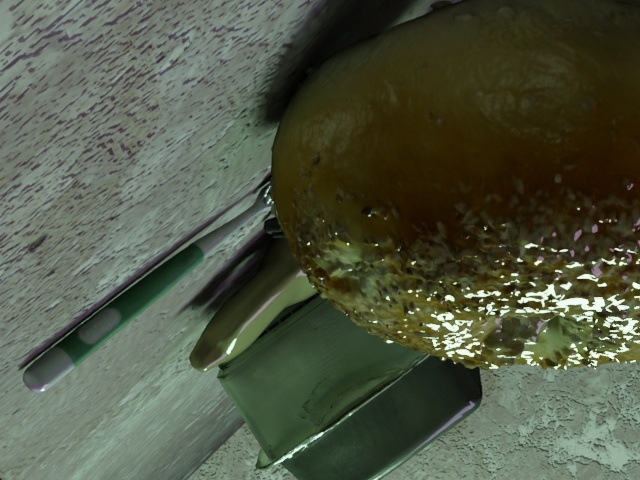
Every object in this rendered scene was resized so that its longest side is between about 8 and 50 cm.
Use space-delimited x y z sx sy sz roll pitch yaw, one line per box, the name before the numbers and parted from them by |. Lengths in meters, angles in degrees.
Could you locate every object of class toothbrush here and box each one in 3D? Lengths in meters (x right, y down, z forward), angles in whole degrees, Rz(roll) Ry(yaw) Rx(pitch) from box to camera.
toothbrush | -0.089 0.018 0.952 0.257 0.018 0.024 -40 170 -38

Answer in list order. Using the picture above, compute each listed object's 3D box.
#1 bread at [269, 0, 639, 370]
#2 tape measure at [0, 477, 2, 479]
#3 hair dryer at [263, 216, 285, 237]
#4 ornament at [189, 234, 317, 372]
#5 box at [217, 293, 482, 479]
bread | 0.118 -0.016 0.843 0.305 0.306 0.158 119 -24 -70
tape measure | -0.272 0.248 0.856 0.260 0.114 0.253 -43 175 20
hair dryer | 0.048 -0.055 1.105 0.219 0.075 0.195 -21 -136 27
ornament | 0.000 0.000 1.236 0.230 0.061 0.245 -47 177 38
box | 0.033 0.103 1.397 0.221 0.166 0.290 -37 -174 10
